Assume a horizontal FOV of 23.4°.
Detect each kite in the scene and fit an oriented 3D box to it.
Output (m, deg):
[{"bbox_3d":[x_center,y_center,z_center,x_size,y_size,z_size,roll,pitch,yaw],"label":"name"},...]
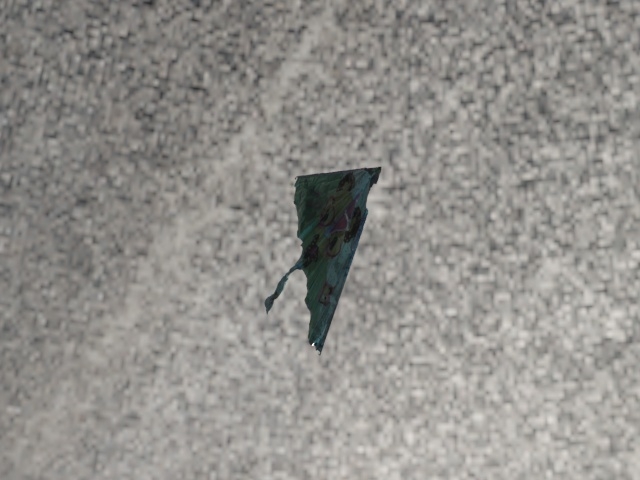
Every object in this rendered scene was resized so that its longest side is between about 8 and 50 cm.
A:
[{"bbox_3d":[0.000,0.000,1.902,0.013,0.323,0.267,21,129,-24],"label":"kite"}]
